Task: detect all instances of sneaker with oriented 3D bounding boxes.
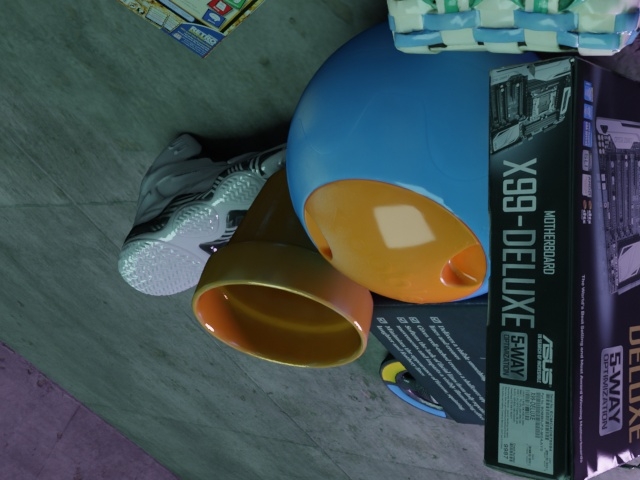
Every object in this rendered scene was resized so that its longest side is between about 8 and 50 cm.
[{"bbox_3d":[-0.124,-0.083,1.181,0.366,0.210,0.137,-28,129,14],"label":"sneaker"}]

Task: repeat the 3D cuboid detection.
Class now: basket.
[{"bbox_3d":[0.154,-0.283,0.605,0.254,0.201,0.289,7,111,28],"label":"basket"}]

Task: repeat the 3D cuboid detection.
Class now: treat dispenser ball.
[{"bbox_3d":[0.109,-0.080,0.843,0.288,0.288,0.288,19,150,11],"label":"treat dispenser ball"}]

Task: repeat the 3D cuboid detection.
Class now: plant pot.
[{"bbox_3d":[-0.029,0.023,1.001,0.205,0.188,0.205,11,149,6],"label":"plant pot"}]

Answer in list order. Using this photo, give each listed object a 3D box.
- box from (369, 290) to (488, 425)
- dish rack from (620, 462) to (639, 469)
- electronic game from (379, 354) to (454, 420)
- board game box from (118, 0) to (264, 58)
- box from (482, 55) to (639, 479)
[{"bbox_3d":[0.293,0.080,1.039,0.395,0.212,0.293,-4,139,42],"label":"box"},{"bbox_3d":[0.399,0.220,1.223,0.074,0.208,0.271,-4,-175,-43],"label":"dish rack"},{"bbox_3d":[0.219,0.278,1.574,0.229,0.048,0.229,19,149,12],"label":"electronic game"},{"bbox_3d":[-0.140,-0.293,0.921,0.146,0.045,0.193,31,151,-24],"label":"board game box"},{"bbox_3d":[0.230,0.024,0.697,0.076,0.307,0.242,0,179,43],"label":"box"}]
